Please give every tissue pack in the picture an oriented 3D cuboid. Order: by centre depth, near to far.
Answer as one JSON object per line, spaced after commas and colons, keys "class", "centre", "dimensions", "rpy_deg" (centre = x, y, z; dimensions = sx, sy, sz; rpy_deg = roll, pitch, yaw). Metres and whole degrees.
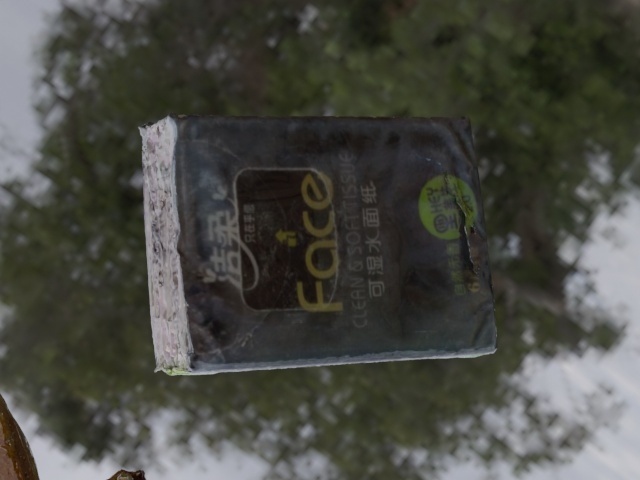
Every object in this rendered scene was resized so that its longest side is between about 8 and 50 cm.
{"class": "tissue pack", "centre": [0.000, 0.000, 1.208], "dimensions": [0.236, 0.173, 0.073], "rpy_deg": [-1, 173, -27]}

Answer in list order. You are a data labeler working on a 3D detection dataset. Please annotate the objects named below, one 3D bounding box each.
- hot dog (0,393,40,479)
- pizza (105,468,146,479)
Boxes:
{"class": "hot dog", "centre": [-0.267, 0.225, 1.464], "dimensions": [0.092, 0.235, 0.062], "rpy_deg": [-26, -156, -35]}
{"class": "pizza", "centre": [-0.140, 0.242, 1.363], "dimensions": [0.188, 0.199, 0.062], "rpy_deg": [9, -146, 8]}
